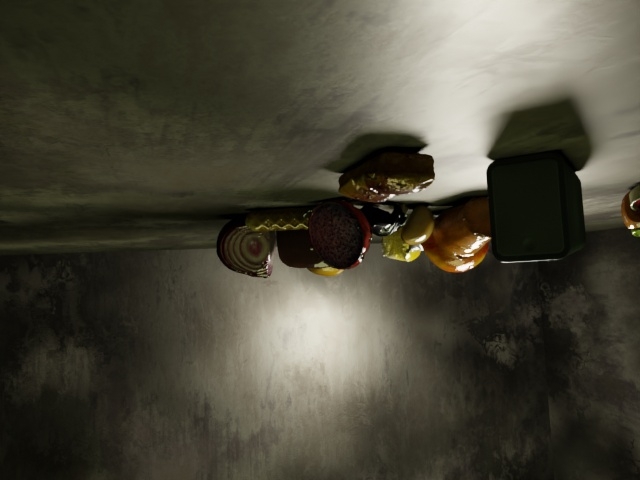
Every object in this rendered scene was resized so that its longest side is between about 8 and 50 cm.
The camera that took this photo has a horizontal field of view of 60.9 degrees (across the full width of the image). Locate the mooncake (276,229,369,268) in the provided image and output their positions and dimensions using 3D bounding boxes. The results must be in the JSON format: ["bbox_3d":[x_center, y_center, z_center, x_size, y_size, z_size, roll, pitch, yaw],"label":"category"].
[{"bbox_3d":[0.000,0.000,1.980,0.325,0.174,0.334,-12,-172,-16],"label":"mooncake"}]

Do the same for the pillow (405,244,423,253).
[{"bbox_3d":[0.452,-0.017,2.288,0.255,0.169,0.059,4,178,-40],"label":"pillow"}]

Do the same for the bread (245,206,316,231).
[{"bbox_3d":[-0.064,-0.071,1.790,0.367,0.084,0.077,-1,136,-2],"label":"bread"}]

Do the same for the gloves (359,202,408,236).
[{"bbox_3d":[0.220,-0.072,1.814,0.203,0.124,0.164,9,-172,-34],"label":"gloves"}]

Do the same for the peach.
[{"bbox_3d":[0.528,0.005,2.156,0.280,0.238,0.281,0,-177,0],"label":"peach"}]

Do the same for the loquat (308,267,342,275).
[{"bbox_3d":[0.023,0.041,2.382,0.235,0.235,0.235,-3,176,0],"label":"loquat"}]

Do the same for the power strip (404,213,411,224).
[{"bbox_3d":[0.254,-0.073,2.219,0.270,0.046,0.118,-7,174,40],"label":"power strip"}]

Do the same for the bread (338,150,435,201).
[{"bbox_3d":[0.127,-0.127,1.139,0.139,0.077,0.271,1,178,-18],"label":"bread"}]

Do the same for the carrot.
[{"bbox_3d":[0.498,-0.048,1.837,0.195,0.196,0.254,-3,170,-1],"label":"carrot"}]

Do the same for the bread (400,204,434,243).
[{"bbox_3d":[0.347,-0.046,1.923,0.098,0.147,0.217,35,-174,9],"label":"bread"}]

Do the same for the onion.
[{"bbox_3d":[-0.267,0.010,1.974,0.206,0.216,0.206,8,-168,-2],"label":"onion"}]

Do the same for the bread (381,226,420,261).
[{"bbox_3d":[0.360,-0.002,2.370,0.170,0.197,0.197,3,180,37],"label":"bread"}]

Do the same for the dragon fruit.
[{"bbox_3d":[0.081,-0.030,1.692,0.223,0.219,0.148,-7,-170,42],"label":"dragon fruit"}]

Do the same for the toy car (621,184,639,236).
[{"bbox_3d":[1.042,-0.118,1.653,0.235,0.145,0.235,4,161,1],"label":"toy car"}]

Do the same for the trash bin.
[{"bbox_3d":[0.526,-0.067,1.273,0.158,0.223,0.343,-6,177,35],"label":"trash bin"}]
